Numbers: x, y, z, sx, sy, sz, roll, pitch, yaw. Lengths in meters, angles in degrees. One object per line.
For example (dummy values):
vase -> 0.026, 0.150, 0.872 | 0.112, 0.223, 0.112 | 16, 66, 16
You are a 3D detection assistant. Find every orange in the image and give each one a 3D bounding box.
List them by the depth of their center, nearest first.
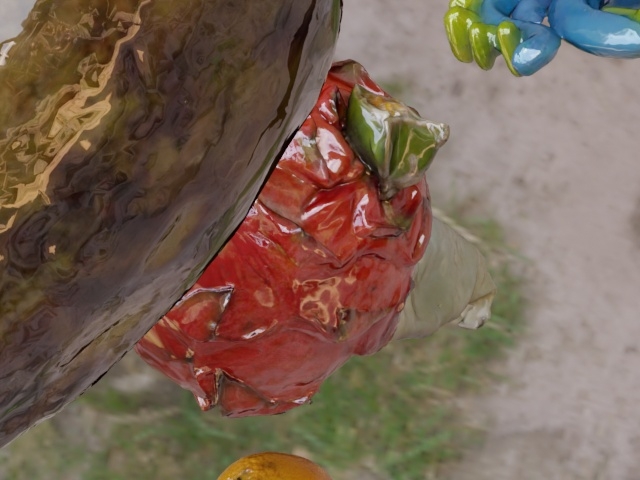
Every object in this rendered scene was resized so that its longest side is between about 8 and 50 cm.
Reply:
orange -> -0.026, 0.160, 1.134 | 0.083, 0.083, 0.083 | -16, 66, 39

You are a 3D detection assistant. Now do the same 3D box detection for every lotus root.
lotus root -> -0.091, -0.034, 0.559 | 0.141, 0.169, 0.314 | 35, 91, 21

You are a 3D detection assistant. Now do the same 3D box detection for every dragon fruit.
dragon fruit -> -0.031, -0.005, 0.983 | 0.172, 0.172, 0.209 | 56, 132, 39

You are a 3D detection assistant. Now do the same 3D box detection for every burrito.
burrito -> -0.002, -0.002, 1.456 | 0.190, 0.332, 0.135 | 18, 105, 33

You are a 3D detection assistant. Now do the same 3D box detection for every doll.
doll -> 0.226, -0.186, 1.118 | 0.341, 0.346, 0.099 | 33, 142, 59
